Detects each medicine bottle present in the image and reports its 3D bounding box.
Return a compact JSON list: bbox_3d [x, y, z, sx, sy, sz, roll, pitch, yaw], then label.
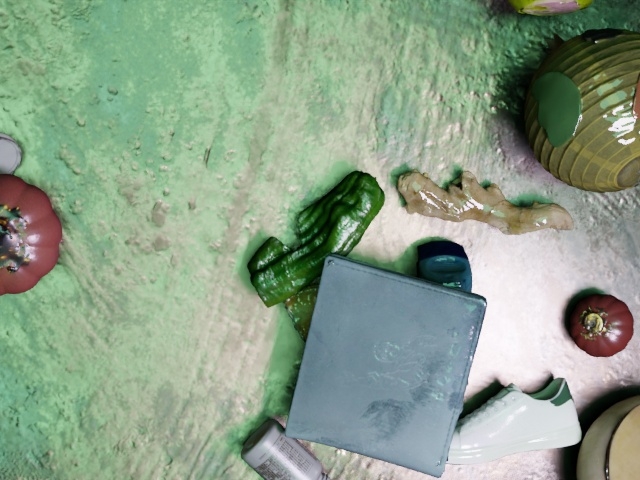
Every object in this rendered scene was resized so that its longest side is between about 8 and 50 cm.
[{"bbox_3d":[-0.048,0.346,1.788,0.140,0.079,0.079,44,88,-8],"label":"medicine bottle"},{"bbox_3d":[0.189,0.137,1.796,0.079,0.124,0.258,-2,106,-4],"label":"medicine bottle"}]

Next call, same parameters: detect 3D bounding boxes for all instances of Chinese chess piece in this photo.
[{"bbox_3d":[0.523,0.365,1.810,0.257,0.104,0.257,4,75,-15],"label":"Chinese chess piece"}]

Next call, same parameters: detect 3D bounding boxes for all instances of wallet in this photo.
[{"bbox_3d":[0.094,0.185,1.714,0.251,0.054,0.290,16,101,8],"label":"wallet"}]

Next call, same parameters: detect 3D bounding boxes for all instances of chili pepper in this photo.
[{"bbox_3d":[-0.001,-0.001,1.763,0.253,0.083,0.099,-41,54,-1],"label":"chili pepper"}]

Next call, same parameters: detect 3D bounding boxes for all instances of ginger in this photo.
[{"bbox_3d":[0.258,-0.058,1.807,0.288,0.075,0.089,9,88,-3],"label":"ginger"}]

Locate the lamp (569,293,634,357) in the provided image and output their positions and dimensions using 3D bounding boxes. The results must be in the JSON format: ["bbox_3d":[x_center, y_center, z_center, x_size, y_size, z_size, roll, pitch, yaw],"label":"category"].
[{"bbox_3d":[0.439,0.133,1.828,0.101,0.090,0.101,-7,77,31],"label":"lamp"}]

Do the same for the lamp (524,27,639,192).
[{"bbox_3d":[0.413,-0.209,1.740,0.250,0.250,0.284,-24,57,-5],"label":"lamp"}]

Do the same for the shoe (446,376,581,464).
[{"bbox_3d":[0.275,0.276,1.819,0.265,0.095,0.110,-5,95,-15],"label":"shoe"}]

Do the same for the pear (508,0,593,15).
[{"bbox_3d":[0.340,-0.444,1.737,0.188,0.187,0.219,-3,86,-7],"label":"pear"}]

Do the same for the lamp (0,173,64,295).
[{"bbox_3d":[-0.463,-0.006,1.682,0.182,0.140,0.182,-2,101,-8],"label":"lamp"}]

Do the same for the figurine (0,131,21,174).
[{"bbox_3d":[-0.576,-0.139,1.694,0.250,0.166,0.141,-13,57,-30],"label":"figurine"}]

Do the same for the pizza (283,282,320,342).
[{"bbox_3d":[0.042,0.142,1.787,0.204,0.080,0.188,8,99,11],"label":"pizza"}]
